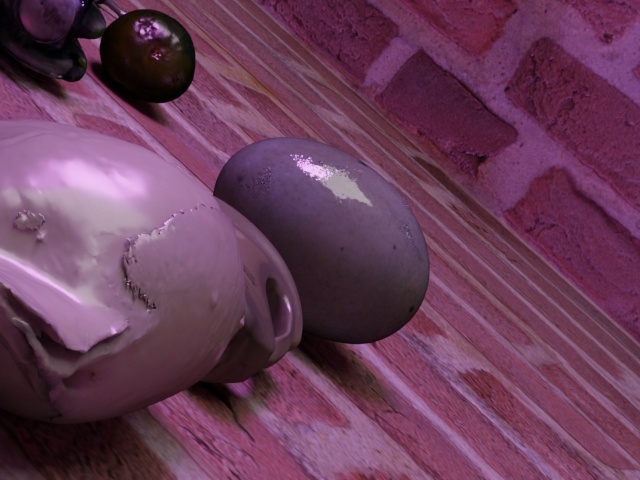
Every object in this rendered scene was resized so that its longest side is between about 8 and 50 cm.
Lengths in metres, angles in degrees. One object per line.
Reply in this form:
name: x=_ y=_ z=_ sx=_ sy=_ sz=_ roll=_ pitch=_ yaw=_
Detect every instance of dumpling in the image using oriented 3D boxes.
dumpling: x=-0.178 y=0.000 z=1.060 sx=0.260 sy=0.181 sz=0.341 roll=32 pitch=31 yaw=14

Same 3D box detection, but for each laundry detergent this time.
laundry detergent: x=-0.092 y=0.031 z=1.411 sx=0.181 sy=0.091 sz=0.253 roll=41 pitch=11 yaw=3

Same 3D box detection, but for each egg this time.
egg: x=0.000 y=0.000 z=1.632 sx=0.236 sy=0.169 sz=0.169 roll=38 pitch=11 yaw=-16

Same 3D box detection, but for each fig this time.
fig: x=-0.211 y=-0.224 z=2.054 sx=0.117 sy=0.117 sz=0.177 roll=36 pitch=1 yaw=-16

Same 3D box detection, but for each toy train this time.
toy train: x=-0.315 y=-0.313 z=1.817 sx=0.249 sy=0.173 sz=0.307 roll=31 pitch=23 yaw=-11

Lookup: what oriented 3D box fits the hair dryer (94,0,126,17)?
hair dryer: x=-0.334 y=-0.367 z=2.360 sx=0.197 sy=0.057 sz=0.100 roll=41 pitch=11 yaw=-23
